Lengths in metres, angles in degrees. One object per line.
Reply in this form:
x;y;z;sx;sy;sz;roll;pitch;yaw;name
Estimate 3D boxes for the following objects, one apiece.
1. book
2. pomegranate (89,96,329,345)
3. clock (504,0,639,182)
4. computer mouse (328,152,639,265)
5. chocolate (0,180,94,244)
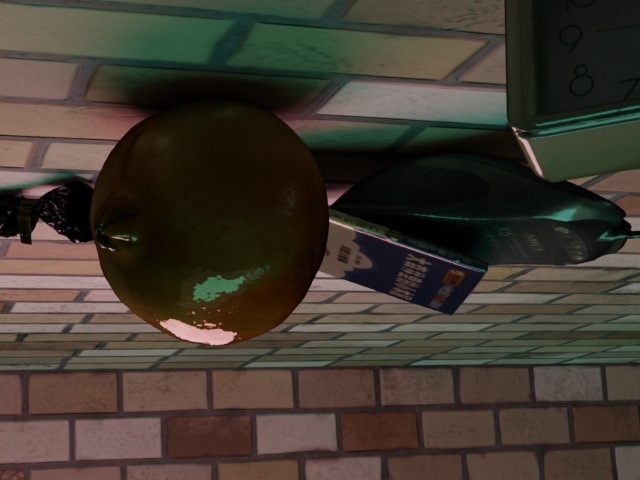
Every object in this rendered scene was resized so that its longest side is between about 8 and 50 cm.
0.000;0.000;1.264;0.322;0.018;0.228;19;167;3;book
-0.091;-0.013;1.042;0.209;0.209;0.209;-3;167;-1;pomegranate
0.209;-0.125;0.738;0.191;0.147;0.071;-8;153;23;clock
0.188;-0.032;1.212;0.379;0.090;0.167;3;162;21;computer mouse
-0.295;-0.021;1.273;0.147;0.070;0.072;-10;138;26;chocolate
